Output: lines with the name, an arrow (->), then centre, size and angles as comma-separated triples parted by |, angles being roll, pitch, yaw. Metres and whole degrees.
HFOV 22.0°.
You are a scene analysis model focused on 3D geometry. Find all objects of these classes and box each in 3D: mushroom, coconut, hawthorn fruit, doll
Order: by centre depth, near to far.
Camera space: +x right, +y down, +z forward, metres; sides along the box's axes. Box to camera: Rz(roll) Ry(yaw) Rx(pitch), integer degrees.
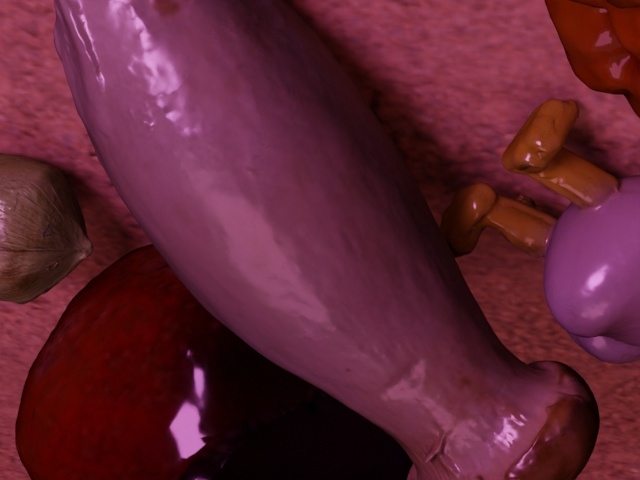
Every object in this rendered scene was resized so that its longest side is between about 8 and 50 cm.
mushroom -> 0.000, 0.000, 0.793 | 0.350, 0.128, 0.128 | 48, 139, -13
doll -> 0.243, 0.046, 0.851 | 0.365, 0.094, 0.160 | 20, 146, -13
coconut -> -0.172, -0.007, 0.917 | 0.096, 0.088, 0.088 | 16, 150, 9
hawthorn fruit -> -0.066, 0.098, 0.940 | 0.249, 0.215, 0.215 | -6, 146, 41

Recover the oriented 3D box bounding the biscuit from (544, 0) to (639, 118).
biscuit -> 0.189, -0.077, 0.522 | 0.312, 0.110, 0.318 | 32, 167, 36
